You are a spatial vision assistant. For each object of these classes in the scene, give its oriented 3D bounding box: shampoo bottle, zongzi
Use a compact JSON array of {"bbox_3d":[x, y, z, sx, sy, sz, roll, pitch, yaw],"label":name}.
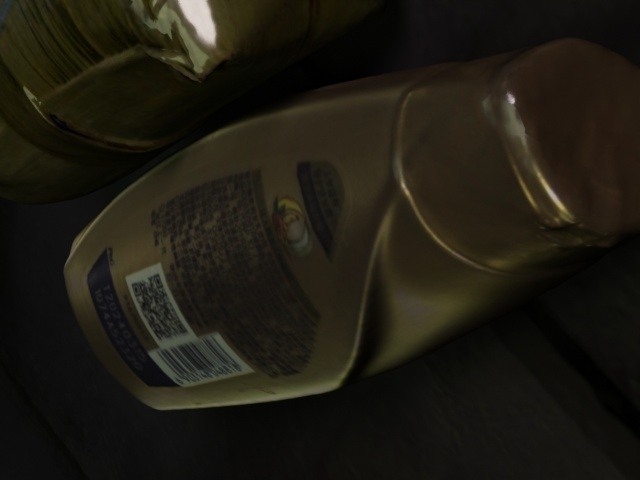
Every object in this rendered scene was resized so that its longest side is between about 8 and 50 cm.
[{"bbox_3d":[0.000,0.000,0.577,0.350,0.084,0.126,-22,97,56],"label":"shampoo bottle"},{"bbox_3d":[-0.120,-0.164,0.586,0.250,0.125,0.274,-25,91,50],"label":"zongzi"}]
